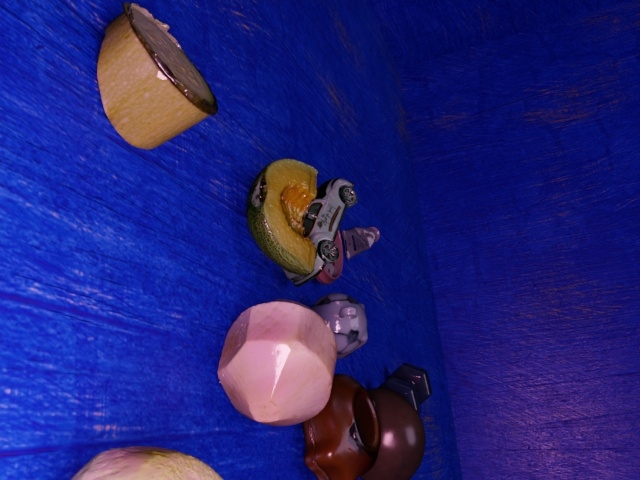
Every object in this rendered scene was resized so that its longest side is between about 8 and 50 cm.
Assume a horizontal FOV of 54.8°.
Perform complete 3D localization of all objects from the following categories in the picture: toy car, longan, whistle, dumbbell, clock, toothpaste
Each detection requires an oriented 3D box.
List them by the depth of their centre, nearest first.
[{"bbox_3d":[-0.016,-0.038,1.482,0.125,0.136,0.305,33,54,-20],"label":"toy car"},{"bbox_3d":[0.032,0.218,1.549,0.289,0.164,0.163,125,-35,-61],"label":"whistle"},{"bbox_3d":[0.163,0.502,1.593,0.246,0.215,0.246,-156,-90,-82],"label":"longan"},{"bbox_3d":[-0.001,0.000,1.676,0.244,0.056,0.244,-11,90,-71],"label":"clock"},{"bbox_3d":[0.265,0.500,2.004,0.144,0.160,0.325,49,14,11],"label":"dumbbell"},{"bbox_3d":[0.129,-0.002,2.076,0.266,0.061,0.096,-19,98,-64],"label":"toothpaste"}]

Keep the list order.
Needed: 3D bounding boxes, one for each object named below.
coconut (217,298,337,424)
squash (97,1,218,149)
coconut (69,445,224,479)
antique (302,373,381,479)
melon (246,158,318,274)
[{"bbox_3d":[-0.070,0.229,1.120,0.237,0.197,0.236,-10,90,-77],"label":"coconut"},{"bbox_3d":[-0.278,-0.272,1.016,0.220,0.133,0.220,54,17,-25],"label":"squash"},{"bbox_3d":[-0.206,0.334,0.653,0.205,0.236,0.236,39,26,-4],"label":"coconut"},{"bbox_3d":[0.052,0.429,1.419,0.223,0.129,0.278,60,22,-15],"label":"antique"},{"bbox_3d":[-0.103,-0.058,1.338,0.169,0.129,0.265,30,53,-41],"label":"melon"}]
